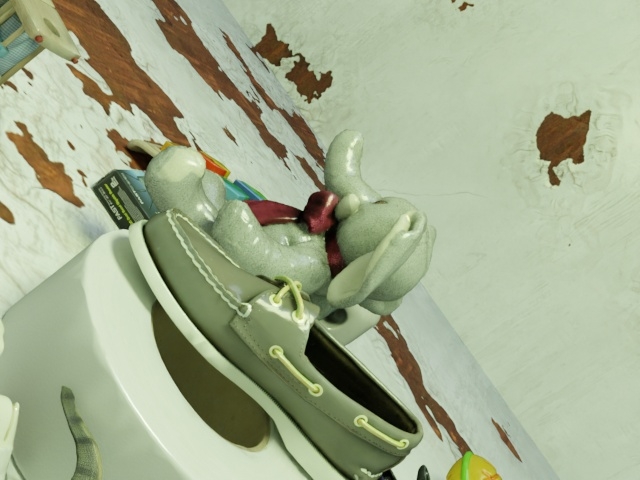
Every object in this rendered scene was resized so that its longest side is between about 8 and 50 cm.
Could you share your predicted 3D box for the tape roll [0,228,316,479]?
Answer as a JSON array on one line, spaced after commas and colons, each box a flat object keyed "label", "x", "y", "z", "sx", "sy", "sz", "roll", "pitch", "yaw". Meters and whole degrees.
[{"label": "tape roll", "x": -0.122, "y": 0.133, "z": 0.652, "sx": 0.286, "sy": 0.100, "sz": 0.286, "roll": 51, "pitch": 12, "yaw": -14}]

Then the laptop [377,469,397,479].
[{"label": "laptop", "x": -0.016, "y": 0.240, "z": 0.970, "sx": 0.264, "sy": 0.136, "sz": 0.234, "roll": -1, "pitch": 51, "yaw": -44}]

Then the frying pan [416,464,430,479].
[{"label": "frying pan", "x": 0.135, "y": 0.394, "z": 0.906, "sx": 0.326, "sy": 0.053, "sz": 0.197, "roll": -8, "pitch": 81, "yaw": -72}]

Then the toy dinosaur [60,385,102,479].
[{"label": "toy dinosaur", "x": -0.141, "y": 0.203, "z": 0.415, "sx": 0.268, "sy": 0.064, "sz": 0.118, "roll": -83, "pitch": 152, "yaw": -61}]

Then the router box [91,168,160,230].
[{"label": "router box", "x": -0.203, "y": -0.026, "z": 0.938, "sx": 0.122, "sy": 0.038, "sz": 0.092, "roll": 54, "pitch": 12, "yaw": 3}]

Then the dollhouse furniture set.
[{"label": "dollhouse furniture set", "x": -0.334, "y": -0.197, "z": 0.693, "sx": 0.129, "sy": 0.129, "sz": 0.183, "roll": 58, "pitch": 11, "yaw": 18}]

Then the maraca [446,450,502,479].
[{"label": "maraca", "x": 0.245, "y": 0.427, "z": 1.256, "sx": 0.127, "sy": 0.099, "sz": 0.186, "roll": 50, "pitch": 36, "yaw": -46}]

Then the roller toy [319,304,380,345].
[{"label": "roller toy", "x": -0.006, "y": 0.069, "z": 1.166, "sx": 0.209, "sy": 0.146, "sz": 0.191, "roll": 38, "pitch": 20, "yaw": -55}]

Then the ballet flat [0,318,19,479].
[{"label": "ballet flat", "x": -0.215, "y": 0.090, "z": 0.461, "sx": 0.077, "sy": 0.079, "sz": 0.221, "roll": 41, "pitch": 18, "yaw": -51}]

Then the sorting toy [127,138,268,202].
[{"label": "sorting toy", "x": -0.149, "y": -0.086, "z": 1.136, "sx": 0.208, "sy": 0.038, "sz": 0.193, "roll": 32, "pitch": 8, "yaw": 13}]

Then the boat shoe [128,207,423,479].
[{"label": "boat shoe", "x": -0.033, "y": 0.083, "z": 0.664, "sx": 0.305, "sy": 0.091, "sz": 0.109, "roll": 51, "pitch": 12, "yaw": -14}]

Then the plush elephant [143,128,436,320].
[{"label": "plush elephant", "x": 0.000, "y": 0.000, "z": 0.875, "sx": 0.330, "sy": 0.255, "sz": 0.272, "roll": 61, "pitch": -1, "yaw": 8}]
